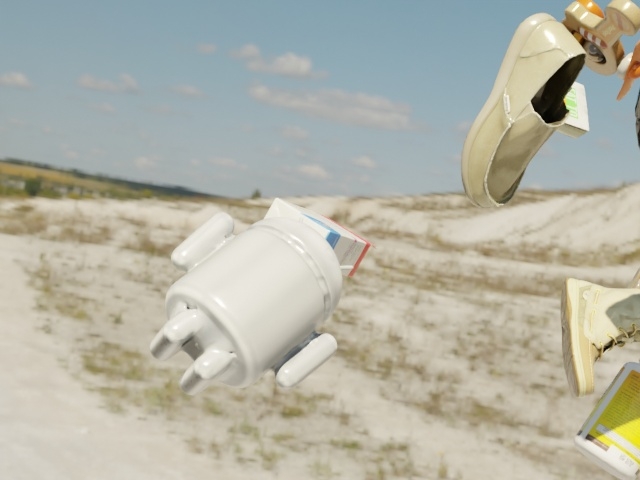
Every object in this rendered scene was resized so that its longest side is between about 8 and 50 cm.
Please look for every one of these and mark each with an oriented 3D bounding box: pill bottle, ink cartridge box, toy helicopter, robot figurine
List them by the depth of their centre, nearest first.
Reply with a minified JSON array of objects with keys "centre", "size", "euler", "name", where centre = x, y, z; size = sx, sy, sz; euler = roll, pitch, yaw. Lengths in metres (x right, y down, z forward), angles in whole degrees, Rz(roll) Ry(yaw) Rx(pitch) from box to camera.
[{"centre":[-0.105,0.094,1.595],"size":[0.353,0.300,0.200],"euler":[-38,0,-33],"name":"robot figurine"},{"centre":[0.529,0.287,1.676],"size":[0.117,0.215,0.117],"euler":[36,-6,4],"name":"pill bottle"},{"centre":[0.000,0.000,1.875],"size":[0.134,0.078,0.231],"euler":[32,6,27],"name":"ink cartridge box"},{"centre":[0.626,-0.432,2.164],"size":[0.235,0.140,0.355],"euler":[47,-3,2],"name":"toy helicopter"}]

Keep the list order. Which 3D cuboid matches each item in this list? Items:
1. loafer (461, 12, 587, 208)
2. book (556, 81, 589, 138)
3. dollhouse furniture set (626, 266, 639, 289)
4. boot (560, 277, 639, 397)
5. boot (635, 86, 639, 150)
[{"centre":[0.263,-0.154,1.291],"size":[0.102,0.268,0.092],"euler":[-9,33,-41],"name":"loafer"},{"centre":[0.387,-0.240,1.690],"size":[0.144,0.096,0.035],"euler":[14,-24,-26],"name":"book"},{"centre":[0.778,0.106,2.128],"size":[0.212,0.161,0.242],"euler":[27,27,10],"name":"dollhouse furniture set"},{"centre":[0.563,0.186,1.888],"size":[0.204,0.262,0.095],"euler":[5,-44,5],"name":"boot"},{"centre":[0.634,-0.149,1.304],"size":[0.445,0.367,0.146],"euler":[-14,28,-11],"name":"boot"}]
